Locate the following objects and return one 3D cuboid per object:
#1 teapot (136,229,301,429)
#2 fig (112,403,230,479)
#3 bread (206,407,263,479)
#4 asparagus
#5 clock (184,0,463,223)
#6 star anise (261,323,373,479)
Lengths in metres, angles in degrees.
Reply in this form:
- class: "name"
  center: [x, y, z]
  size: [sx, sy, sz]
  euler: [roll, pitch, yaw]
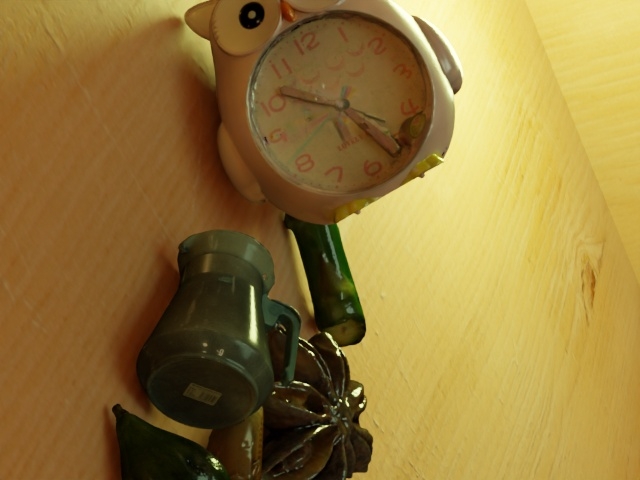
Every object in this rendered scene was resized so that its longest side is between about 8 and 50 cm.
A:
- class: "teapot"
  center: [-0.121, 0.115, 1.860]
  size: [0.203, 0.171, 0.225]
  euler: [27, 43, -19]
- class: "fig"
  center: [-0.194, 0.272, 1.738]
  size: [0.177, 0.117, 0.117]
  euler: [46, 35, -10]
- class: "bread"
  center: [-0.112, 0.295, 1.894]
  size: [0.114, 0.077, 0.189]
  euler: [134, -38, -84]
- class: "asparagus"
  center: [-0.001, 0.000, 2.235]
  size: [0.085, 0.082, 0.343]
  euler: [-18, 93, -59]
- class: "clock"
  center: [0.005, -0.222, 2.097]
  size: [0.376, 0.368, 0.250]
  euler: [60, 0, 2]
- class: "star anise"
  center: [-0.007, 0.268, 2.088]
  size: [0.315, 0.108, 0.315]
  euler: [38, 46, -55]
